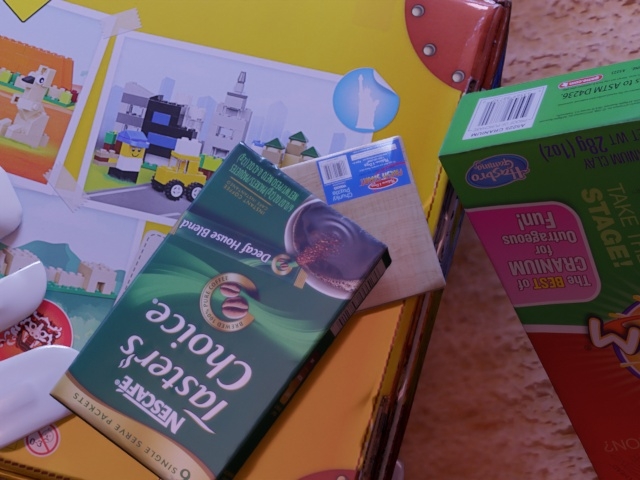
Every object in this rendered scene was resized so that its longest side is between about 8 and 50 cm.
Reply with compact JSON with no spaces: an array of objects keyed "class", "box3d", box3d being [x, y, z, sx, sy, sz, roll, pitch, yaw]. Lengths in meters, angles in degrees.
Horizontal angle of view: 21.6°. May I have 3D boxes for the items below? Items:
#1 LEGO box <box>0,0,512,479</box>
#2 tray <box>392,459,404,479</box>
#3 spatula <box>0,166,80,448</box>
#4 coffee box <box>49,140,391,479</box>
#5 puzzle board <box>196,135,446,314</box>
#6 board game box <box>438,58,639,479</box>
[{"class":"LEGO box","box3d":[-0.164,-0.025,1.117,0.500,0.193,0.373,16,80,6]},{"class":"tray","box3d":[-0.086,0.198,1.179,0.270,0.030,0.145,12,76,6]},{"class":"spatula","box3d":[-0.267,0.067,0.978,0.242,0.019,0.168,-25,84,-13]},{"class":"coffee box","box3d":[-0.056,0.049,0.963,0.113,0.040,0.184,37,84,11]},{"class":"puzzle board","box3d":[0.000,0.000,0.997,0.128,0.011,0.096,-16,77,0]},{"class":"board game box","box3d":[0.243,0.033,1.005,0.242,0.064,0.316,-10,125,31]}]
